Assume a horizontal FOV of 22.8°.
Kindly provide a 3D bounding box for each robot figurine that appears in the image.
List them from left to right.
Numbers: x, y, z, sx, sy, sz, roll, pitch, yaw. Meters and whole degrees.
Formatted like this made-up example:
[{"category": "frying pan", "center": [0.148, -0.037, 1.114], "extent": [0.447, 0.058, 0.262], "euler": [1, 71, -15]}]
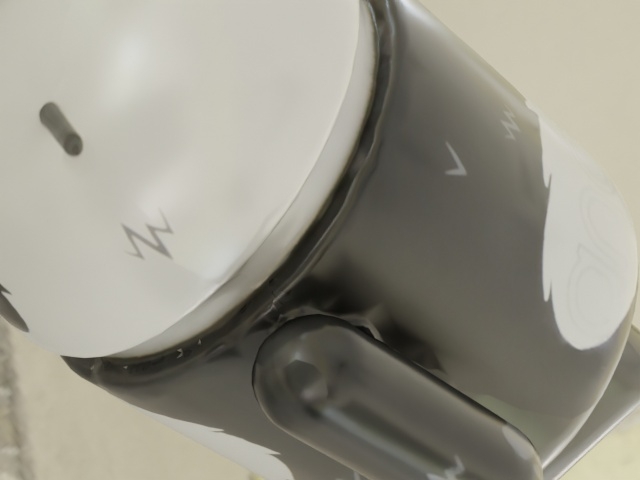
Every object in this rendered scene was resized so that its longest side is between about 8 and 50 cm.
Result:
[{"category": "robot figurine", "center": [-0.002, 0.001, 0.566], "extent": [0.278, 0.209, 0.173], "euler": [35, 67, -36]}]
